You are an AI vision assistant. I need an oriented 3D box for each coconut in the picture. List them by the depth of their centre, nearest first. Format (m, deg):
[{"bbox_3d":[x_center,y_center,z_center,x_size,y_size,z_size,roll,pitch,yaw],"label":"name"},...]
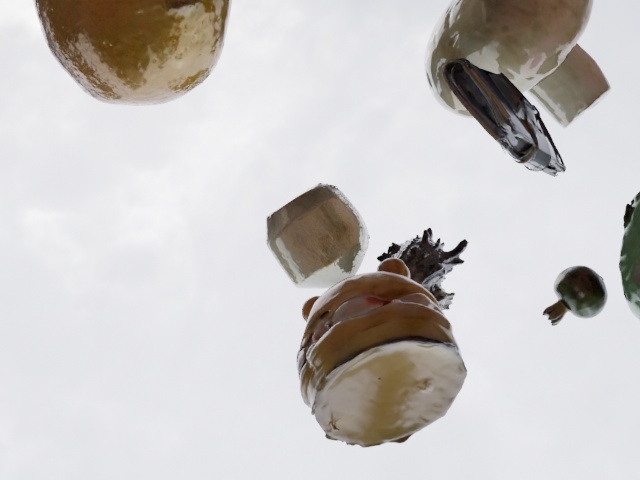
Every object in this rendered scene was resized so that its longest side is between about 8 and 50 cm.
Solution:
[{"bbox_3d":[0.000,0.000,1.838,0.245,0.245,0.247,-36,-85,-28],"label":"coconut"}]

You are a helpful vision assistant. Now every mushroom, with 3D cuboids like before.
[{"bbox_3d":[0.354,-0.363,1.389,0.353,0.353,0.325,29,-164,26],"label":"mushroom"}]

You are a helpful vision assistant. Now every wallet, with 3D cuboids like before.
[{"bbox_3d":[0.288,-0.182,1.125,0.231,0.069,0.170,13,-136,-49],"label":"wallet"}]

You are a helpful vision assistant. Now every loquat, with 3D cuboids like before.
[{"bbox_3d":[-0.177,-0.219,0.706,0.234,0.176,0.187,20,-93,55],"label":"loquat"}]

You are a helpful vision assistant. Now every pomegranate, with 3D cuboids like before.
[{"bbox_3d":[0.520,0.117,1.555,0.142,0.114,0.114,-40,-130,9],"label":"pomegranate"}]

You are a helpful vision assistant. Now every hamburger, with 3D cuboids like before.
[{"bbox_3d":[0.085,0.171,1.230,0.276,0.276,0.237,-10,-138,-8],"label":"hamburger"}]

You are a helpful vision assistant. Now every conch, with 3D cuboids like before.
[{"bbox_3d":[0.237,0.119,1.794,0.186,0.240,0.313,10,-110,43],"label":"conch"}]

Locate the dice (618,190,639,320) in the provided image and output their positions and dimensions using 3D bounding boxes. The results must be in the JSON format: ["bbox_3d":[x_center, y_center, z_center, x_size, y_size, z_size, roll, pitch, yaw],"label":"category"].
[{"bbox_3d":[0.780,0.029,1.394,0.318,0.322,0.331,23,-104,-28],"label":"dice"}]
